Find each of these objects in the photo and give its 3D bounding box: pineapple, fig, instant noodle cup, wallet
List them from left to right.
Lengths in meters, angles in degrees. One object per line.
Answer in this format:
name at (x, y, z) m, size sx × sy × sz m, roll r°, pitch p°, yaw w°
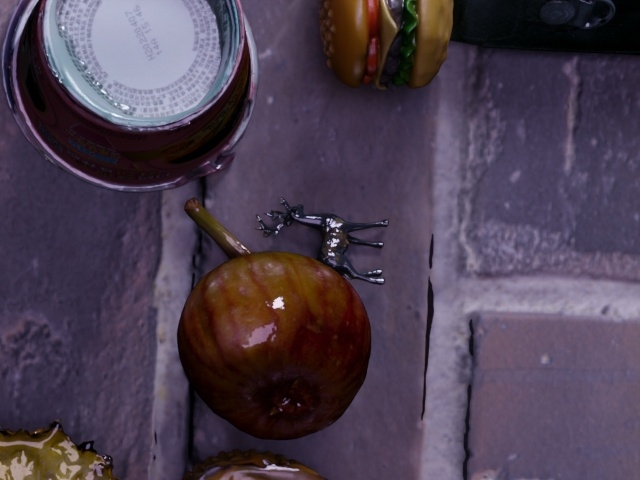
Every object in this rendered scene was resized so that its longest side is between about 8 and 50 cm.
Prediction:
pineapple at (-0.258, 0.258, 1.598) m, size 0.224 × 0.076 × 0.225 m, roll 0°, pitch 89°, yaw -5°
instant noodle cup at (-0.157, -0.160, 1.545) m, size 0.243 × 0.255 × 0.244 m, roll 0°, pitch 89°, yaw -8°
fig at (-0.044, 0.069, 1.610) m, size 0.175 × 0.207 × 0.175 m, roll -5°, pitch 127°, yaw -7°
wallet at (0.238, -0.226, 1.646) m, size 0.236 × 0.160 × 0.055 m, roll 4°, pitch 55°, yaw -5°

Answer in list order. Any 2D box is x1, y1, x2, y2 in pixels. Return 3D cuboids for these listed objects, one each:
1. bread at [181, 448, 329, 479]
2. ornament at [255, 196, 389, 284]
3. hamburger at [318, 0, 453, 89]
bread at (-0.060, 0.282, 1.607) m, size 0.199 × 0.104 × 0.199 m, roll 0°, pitch 91°, yaw -9°
ornament at (0.000, 0.000, 1.656) m, size 0.125 × 0.028 × 0.073 m, roll 14°, pitch 55°, yaw -10°
hamburger at (0.057, -0.212, 1.622) m, size 0.115 × 0.162 × 0.162 m, roll -1°, pitch 87°, yaw -6°
